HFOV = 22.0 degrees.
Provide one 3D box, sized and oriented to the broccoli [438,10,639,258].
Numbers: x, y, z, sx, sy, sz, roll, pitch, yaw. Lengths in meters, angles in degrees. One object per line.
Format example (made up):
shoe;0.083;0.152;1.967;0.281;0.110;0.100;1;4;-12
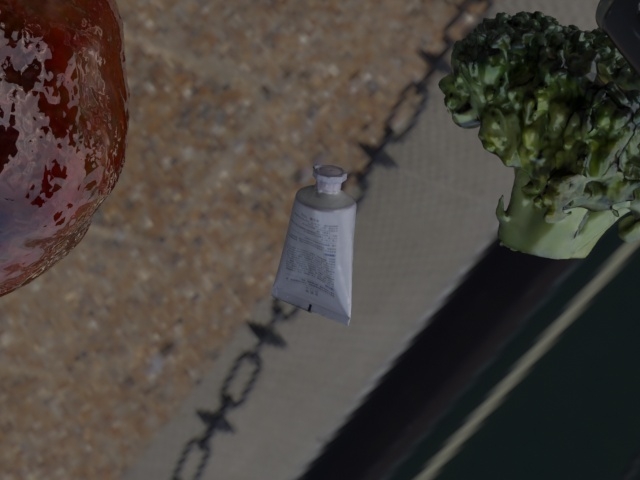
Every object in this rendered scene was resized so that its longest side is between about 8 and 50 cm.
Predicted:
broccoli;0.300;-0.122;1.775;0.324;0.272;0.334;-10;174;27

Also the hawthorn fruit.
hawthorn fruit;-0.147;-0.067;0.706;0.194;0.157;0.157;-60;172;-55

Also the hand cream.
hand cream;0.000;0.000;1.472;0.053;0.084;0.142;-32;135;-51

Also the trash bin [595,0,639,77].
trash bin;0.399;-0.193;1.379;0.290;0.209;0.182;-28;151;-11
